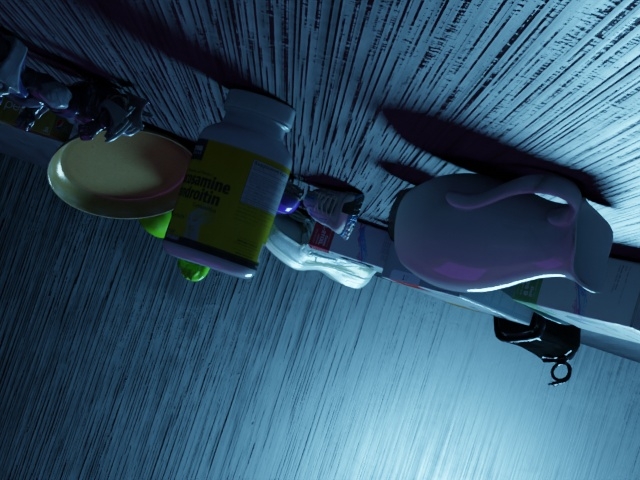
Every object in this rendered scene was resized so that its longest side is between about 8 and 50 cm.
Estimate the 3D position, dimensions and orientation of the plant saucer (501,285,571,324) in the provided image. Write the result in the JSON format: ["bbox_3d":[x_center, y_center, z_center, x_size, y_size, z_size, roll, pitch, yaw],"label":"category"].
[{"bbox_3d":[0.303,0.052,1.853,0.195,0.037,0.195,29,-164,-9],"label":"plant saucer"}]

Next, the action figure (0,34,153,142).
[{"bbox_3d":[-0.327,-0.172,1.511,0.185,0.099,0.285,3,171,41],"label":"action figure"}]

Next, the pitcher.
[{"bbox_3d":[0.178,-0.019,1.280,0.207,0.125,0.177,5,150,27],"label":"pitcher"}]

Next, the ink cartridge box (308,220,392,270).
[{"bbox_3d":[0.073,0.007,2.326,0.175,0.072,0.127,18,176,5],"label":"ink cartridge box"}]

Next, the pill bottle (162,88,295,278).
[{"bbox_3d":[-0.090,-0.059,1.304,0.103,0.184,0.103,18,176,1],"label":"pill bottle"}]

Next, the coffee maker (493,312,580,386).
[{"bbox_3d":[0.414,0.168,2.347,0.120,0.171,0.178,-33,150,24],"label":"coffee maker"}]

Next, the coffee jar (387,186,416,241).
[{"bbox_3d":[0.180,-0.006,1.600,0.184,0.079,0.096,22,171,-39],"label":"coffee jar"}]

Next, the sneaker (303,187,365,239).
[{"bbox_3d":[0.014,-0.047,1.893,0.083,0.071,0.191,24,175,-6],"label":"sneaker"}]

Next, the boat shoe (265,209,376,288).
[{"bbox_3d":[0.002,0.002,2.485,0.320,0.103,0.118,25,-148,-37],"label":"boat shoe"}]

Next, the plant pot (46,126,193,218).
[{"bbox_3d":[-0.304,-0.111,1.947,0.236,0.032,0.236,-4,147,-2],"label":"plant pot"}]

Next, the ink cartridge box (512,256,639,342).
[{"bbox_3d":[0.393,0.077,1.690,0.154,0.093,0.212,22,173,-38],"label":"ink cartridge box"}]

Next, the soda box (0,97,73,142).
[{"bbox_3d":[-0.464,-0.204,1.912,0.181,0.061,0.058,17,176,19],"label":"soda box"}]

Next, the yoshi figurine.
[{"bbox_3d":[-0.245,-0.047,2.340,0.203,0.203,0.362,36,173,-18],"label":"yoshi figurine"}]

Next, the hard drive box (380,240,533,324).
[{"bbox_3d":[0.253,0.067,2.230,0.181,0.089,0.232,14,174,44],"label":"hard drive box"}]

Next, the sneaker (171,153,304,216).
[{"bbox_3d":[-0.142,-0.048,2.000,0.102,0.146,0.293,22,175,-39],"label":"sneaker"}]
